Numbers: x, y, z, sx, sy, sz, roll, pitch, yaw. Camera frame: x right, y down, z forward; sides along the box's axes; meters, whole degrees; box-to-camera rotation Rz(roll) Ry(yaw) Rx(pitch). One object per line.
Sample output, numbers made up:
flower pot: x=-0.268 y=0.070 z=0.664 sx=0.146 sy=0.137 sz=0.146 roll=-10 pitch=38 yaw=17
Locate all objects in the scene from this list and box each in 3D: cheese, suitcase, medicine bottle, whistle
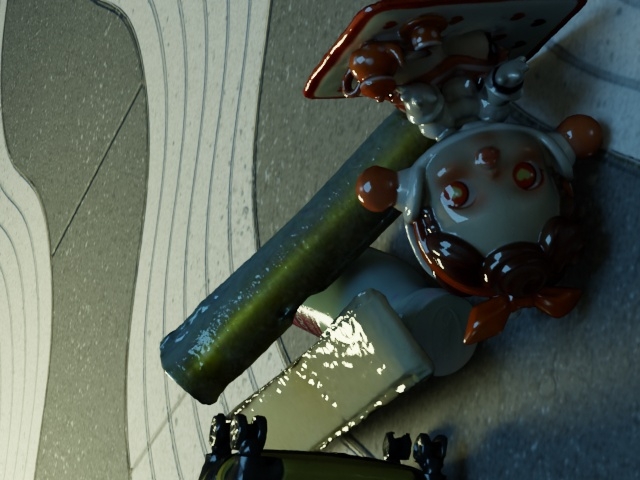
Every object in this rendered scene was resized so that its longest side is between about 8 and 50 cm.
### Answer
cheese: x=-0.003 y=0.135 z=1.264 sx=0.085 sy=0.034 sz=0.400 roll=49 pitch=153 yaw=3
suitcase: x=-0.008 y=0.261 z=1.153 sx=0.143 sy=0.194 sz=0.234 roll=162 pitch=115 yaw=-70
medicine bottle: x=0.044 y=0.054 z=1.231 sx=0.217 sy=0.090 sz=0.090 roll=22 pitch=101 yaw=58
whistle: x=0.000 y=0.000 z=1.192 sx=0.326 sy=0.068 sz=0.057 roll=-46 pitch=16 yaw=1

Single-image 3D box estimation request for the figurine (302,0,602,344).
figurine: x=0.113 y=-0.041 z=1.061 sx=0.160 sy=0.183 sz=0.226 roll=135 pitch=125 yaw=-63
